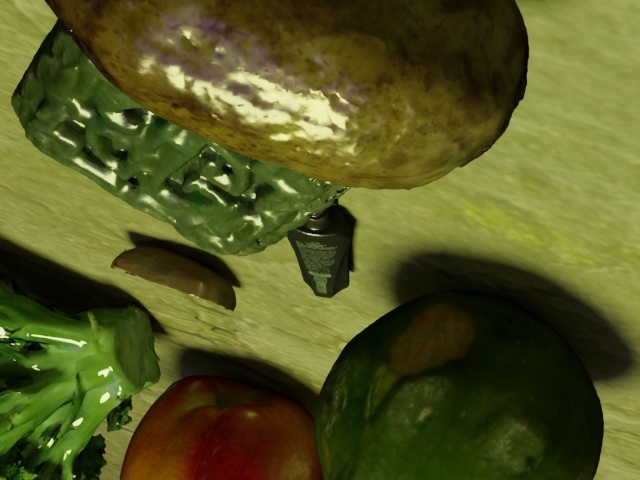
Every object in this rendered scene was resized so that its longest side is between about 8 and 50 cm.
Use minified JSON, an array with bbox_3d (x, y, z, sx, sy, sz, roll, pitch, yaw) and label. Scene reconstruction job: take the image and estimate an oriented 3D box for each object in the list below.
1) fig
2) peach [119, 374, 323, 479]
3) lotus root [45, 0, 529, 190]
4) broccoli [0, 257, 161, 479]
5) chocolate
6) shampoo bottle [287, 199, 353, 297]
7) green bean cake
[{"bbox_3d":[0.073,0.145,0.955,0.195,0.245,0.195,29,147,21],"label":"fig"},{"bbox_3d":[-0.090,0.250,1.339,0.199,0.244,0.243,5,159,-9],"label":"peach"},{"bbox_3d":[-0.030,-0.111,0.629,0.260,0.145,0.128,27,120,-2],"label":"lotus root"},{"bbox_3d":[-0.276,0.127,1.322,0.241,0.261,0.269,-11,103,20],"label":"broccoli"},{"bbox_3d":[-0.115,0.026,1.149,0.100,0.031,0.064,18,174,26],"label":"chocolate"},{"bbox_3d":[0.000,0.000,0.979,0.048,0.027,0.137,7,154,8],"label":"shampoo bottle"},{"bbox_3d":[-0.070,-0.079,0.810,0.183,0.094,0.185,33,151,-15],"label":"green bean cake"}]
